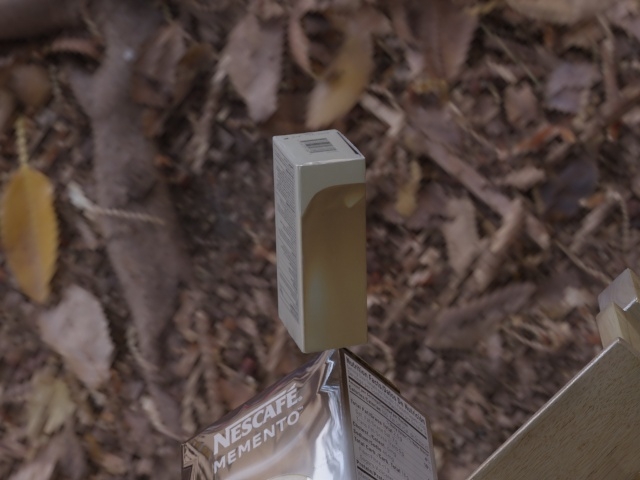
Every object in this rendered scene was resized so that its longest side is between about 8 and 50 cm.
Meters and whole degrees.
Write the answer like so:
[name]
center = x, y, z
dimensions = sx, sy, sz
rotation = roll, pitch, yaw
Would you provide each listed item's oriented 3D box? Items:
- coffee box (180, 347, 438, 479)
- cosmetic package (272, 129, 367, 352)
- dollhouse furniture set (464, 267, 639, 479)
[coffee box]
center = -0.003, 0.203, 1.055
dimensions = 0.141, 0.098, 0.246
rotation = -35, 36, 23
[cosmetic package]
center = 0.000, 0.000, 1.024
dimensions = 0.041, 0.115, 0.060
rotation = -7, 23, -14
[dollhouse furniture set]
center = 0.157, 0.109, 0.943
dimensions = 0.123, 0.144, 0.151
rotation = -46, 11, 17
